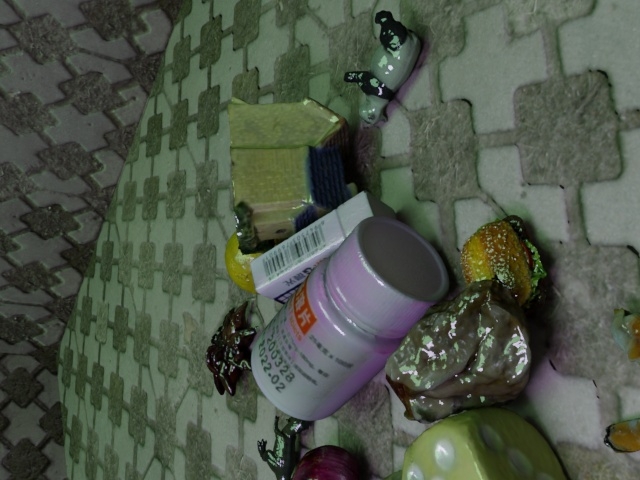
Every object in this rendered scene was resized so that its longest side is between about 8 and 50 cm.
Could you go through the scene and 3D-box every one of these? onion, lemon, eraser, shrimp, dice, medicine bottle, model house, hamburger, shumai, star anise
[{"bbox_3d":[0.010,0.478,1.297,0.177,0.153,0.177,178,90,-71],"label":"onion"},{"bbox_3d":[-0.146,0.041,1.644,0.206,0.173,0.173,21,99,60],"label":"lemon"},{"bbox_3d":[0.012,0.022,1.344,0.287,0.130,0.086,-32,58,22],"label":"eraser"},{"bbox_3d":[0.398,0.183,0.873,0.166,0.049,0.161,-66,35,34],"label":"shrimp"},{"bbox_3d":[0.229,0.349,0.965,0.169,0.166,0.169,-54,41,34],"label":"dice"},{"bbox_3d":[0.046,0.150,1.262,0.388,0.219,0.219,-52,41,38],"label":"medicine bottle"},{"bbox_3d":[-0.059,-0.131,1.487,0.261,0.266,0.321,83,180,-68],"label":"model house"},{"bbox_3d":[0.277,0.042,1.053,0.137,0.087,0.166,-41,48,44],"label":"hamburger"},{"bbox_3d":[0.200,0.189,0.992,0.184,0.185,0.218,44,149,6],"label":"shumai"},{"bbox_3d":[-0.254,0.285,1.809,0.272,0.102,0.272,-30,54,51],"label":"star anise"}]

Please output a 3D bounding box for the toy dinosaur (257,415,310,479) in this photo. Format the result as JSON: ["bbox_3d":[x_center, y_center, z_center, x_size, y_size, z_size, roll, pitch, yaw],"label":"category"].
[{"bbox_3d":[-0.060,0.461,1.465,0.179,0.087,0.187,30,108,58],"label":"toy dinosaur"}]

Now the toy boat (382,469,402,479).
[{"bbox_3d":[0.147,0.436,1.165,0.071,0.089,0.185,49,137,-4],"label":"toy boat"}]

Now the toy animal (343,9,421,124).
[{"bbox_3d":[0.129,-0.342,1.405,0.121,0.094,0.225,52,124,39],"label":"toy animal"}]
